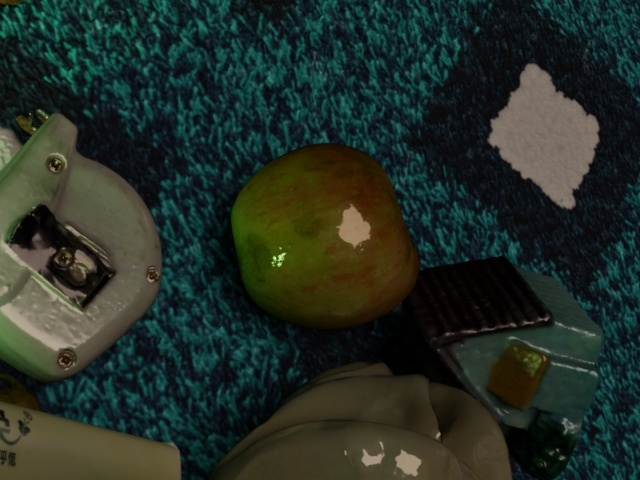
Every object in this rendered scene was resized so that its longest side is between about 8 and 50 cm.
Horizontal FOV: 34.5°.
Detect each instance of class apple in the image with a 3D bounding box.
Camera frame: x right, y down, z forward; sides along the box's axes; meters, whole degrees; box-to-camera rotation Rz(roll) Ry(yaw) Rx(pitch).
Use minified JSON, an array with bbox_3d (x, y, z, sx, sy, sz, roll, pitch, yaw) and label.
[{"bbox_3d":[0.000,0.000,1.351,0.226,0.246,0.246,-21,86,-1],"label":"apple"}]

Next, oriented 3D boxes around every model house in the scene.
[{"bbox_3d":[0.205,0.151,1.384,0.249,0.280,0.230,15,104,-7],"label":"model house"}]

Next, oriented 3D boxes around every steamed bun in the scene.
[{"bbox_3d":[0.049,0.273,1.225,0.368,0.342,0.255,4,75,-43],"label":"steamed bun"}]

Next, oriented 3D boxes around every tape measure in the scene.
[{"bbox_3d":[-0.318,0.013,1.217,0.265,0.130,0.258,40,59,-14],"label":"tape measure"}]

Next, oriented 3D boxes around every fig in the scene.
[{"bbox_3d":[-0.354,0.199,1.179,0.084,0.082,0.098,7,51,9],"label":"fig"}]

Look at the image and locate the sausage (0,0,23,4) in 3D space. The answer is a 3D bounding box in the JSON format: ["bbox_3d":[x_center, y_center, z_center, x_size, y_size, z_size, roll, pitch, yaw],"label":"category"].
[{"bbox_3d":[-0.457,-0.451,1.302,0.087,0.079,0.326,-30,92,-6],"label":"sausage"}]

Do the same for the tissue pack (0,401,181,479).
[{"bbox_3d":[-0.310,0.333,0.970,0.405,0.205,0.331,36,45,-58],"label":"tissue pack"}]
